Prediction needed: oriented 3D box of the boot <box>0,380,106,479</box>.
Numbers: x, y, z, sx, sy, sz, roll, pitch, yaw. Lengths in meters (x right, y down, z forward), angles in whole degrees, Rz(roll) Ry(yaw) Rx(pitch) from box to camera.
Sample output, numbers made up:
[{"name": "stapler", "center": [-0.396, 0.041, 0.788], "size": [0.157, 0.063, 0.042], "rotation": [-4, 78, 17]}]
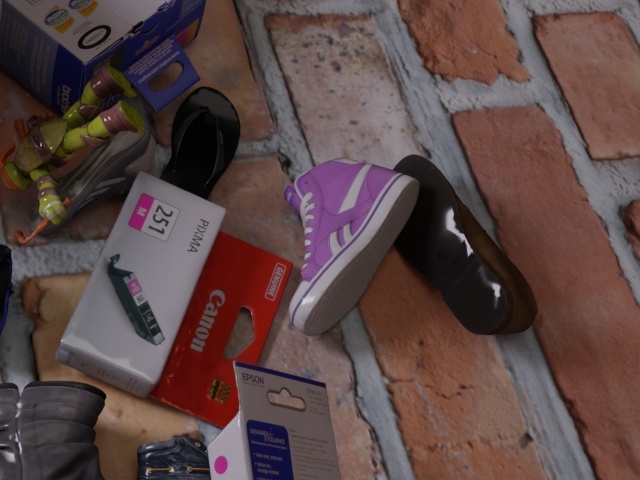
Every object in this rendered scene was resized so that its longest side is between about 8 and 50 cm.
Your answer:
[{"name": "boot", "center": [-0.262, 0.260, 1.477], "size": [0.338, 0.118, 0.222], "rotation": [6, 55, -2]}]

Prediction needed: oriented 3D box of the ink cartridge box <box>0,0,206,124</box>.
[{"name": "ink cartridge box", "center": [-0.344, -0.343, 1.859], "size": [0.395, 0.151, 0.270], "rotation": [37, 55, 12]}]

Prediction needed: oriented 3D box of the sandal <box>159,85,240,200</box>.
[{"name": "sandal", "center": [-0.169, -0.115, 1.816], "size": [0.097, 0.054, 0.254], "rotation": [17, 54, -5]}]

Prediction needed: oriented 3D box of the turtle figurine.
[{"name": "turtle figurine", "center": [-0.334, -0.132, 1.677], "size": [0.087, 0.217, 0.269], "rotation": [46, 16, -35]}]

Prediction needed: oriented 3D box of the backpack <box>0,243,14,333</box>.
[{"name": "backpack", "center": [-0.420, 0.072, 1.589], "size": [0.098, 0.101, 0.120], "rotation": [2, 61, -13]}]

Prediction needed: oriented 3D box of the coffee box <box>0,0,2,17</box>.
[{"name": "coffee box", "center": [-0.625, -0.274, 1.615], "size": [0.338, 0.338, 0.334], "rotation": [-29, 69, -31]}]

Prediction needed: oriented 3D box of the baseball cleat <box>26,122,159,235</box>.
[{"name": "baseball cleat", "center": [-0.289, -0.069, 1.741], "size": [0.206, 0.109, 0.072], "rotation": [-49, 40, -9]}]

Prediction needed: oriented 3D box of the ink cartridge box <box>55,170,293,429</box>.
[{"name": "ink cartridge box", "center": [-0.172, 0.075, 1.664], "size": [0.239, 0.060, 0.275], "rotation": [24, 56, -7]}]

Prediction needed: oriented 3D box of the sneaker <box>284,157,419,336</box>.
[{"name": "sneaker", "center": [0.000, 0.000, 1.778], "size": [0.161, 0.102, 0.282], "rotation": [23, 54, 20]}]

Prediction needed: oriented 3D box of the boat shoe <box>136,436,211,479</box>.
[{"name": "boat shoe", "center": [-0.127, 0.274, 1.560], "size": [0.183, 0.065, 0.083], "rotation": [-1, 61, -14]}]

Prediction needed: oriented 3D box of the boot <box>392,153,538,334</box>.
[{"name": "boot", "center": [0.194, 0.010, 1.833], "size": [0.115, 0.112, 0.305], "rotation": [9, 43, -48]}]

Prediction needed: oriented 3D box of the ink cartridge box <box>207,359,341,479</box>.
[{"name": "ink cartridge box", "center": [-0.037, 0.328, 1.466], "size": [0.176, 0.069, 0.370], "rotation": [21, 55, -50]}]
